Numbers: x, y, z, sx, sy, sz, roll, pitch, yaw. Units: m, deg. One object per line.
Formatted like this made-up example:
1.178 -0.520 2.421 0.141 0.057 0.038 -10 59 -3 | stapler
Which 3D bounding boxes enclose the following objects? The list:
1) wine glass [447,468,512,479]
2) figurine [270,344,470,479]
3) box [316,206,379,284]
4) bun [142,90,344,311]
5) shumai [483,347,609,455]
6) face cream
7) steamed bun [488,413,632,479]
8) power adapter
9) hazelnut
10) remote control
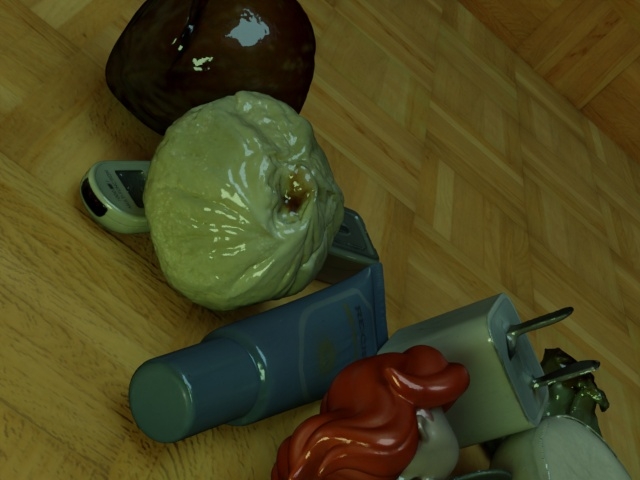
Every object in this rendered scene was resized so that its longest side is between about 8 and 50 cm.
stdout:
0.169 0.332 0.847 0.103 0.103 0.231 16 43 -43 | wine glass
0.060 0.212 0.780 0.181 0.208 0.257 69 -2 -58 | figurine
0.000 0.000 1.102 0.122 0.062 0.089 20 37 -41 | box
-0.058 -0.038 0.915 0.220 0.134 0.220 -3 94 -42 | bun
0.298 0.222 1.123 0.184 0.142 0.184 31 29 -20 | shumai
-0.026 0.109 0.896 0.385 0.086 0.135 -10 95 -58 | face cream
0.256 0.300 0.972 0.177 0.131 0.228 -3 56 -48 | steamed bun
0.183 0.132 0.988 0.130 0.205 0.125 67 25 -4 | power adapter
-0.119 -0.185 1.032 0.218 0.234 0.218 12 70 -37 | hazelnut
-0.158 -0.045 0.974 0.221 0.042 0.078 -8 59 -55 | remote control
